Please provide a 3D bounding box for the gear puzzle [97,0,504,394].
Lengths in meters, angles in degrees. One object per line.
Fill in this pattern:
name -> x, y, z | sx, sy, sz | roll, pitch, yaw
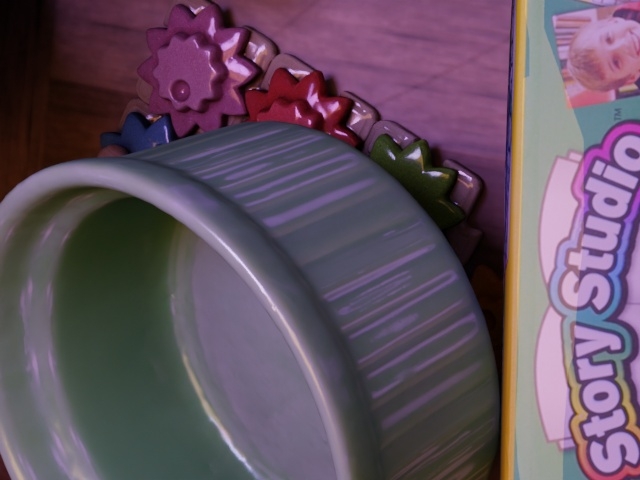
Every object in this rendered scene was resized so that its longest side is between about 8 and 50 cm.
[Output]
gear puzzle -> 0.000, 0.000, 1.205 | 0.339, 0.044, 0.175 | 34, 112, 20

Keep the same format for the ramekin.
ramekin -> -0.044, 0.079, 1.116 | 0.303, 0.148, 0.303 | 23, 125, 37

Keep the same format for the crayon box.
crayon box -> 0.143, -0.002, 0.968 | 0.106, 0.313, 0.363 | 1, 99, 5
